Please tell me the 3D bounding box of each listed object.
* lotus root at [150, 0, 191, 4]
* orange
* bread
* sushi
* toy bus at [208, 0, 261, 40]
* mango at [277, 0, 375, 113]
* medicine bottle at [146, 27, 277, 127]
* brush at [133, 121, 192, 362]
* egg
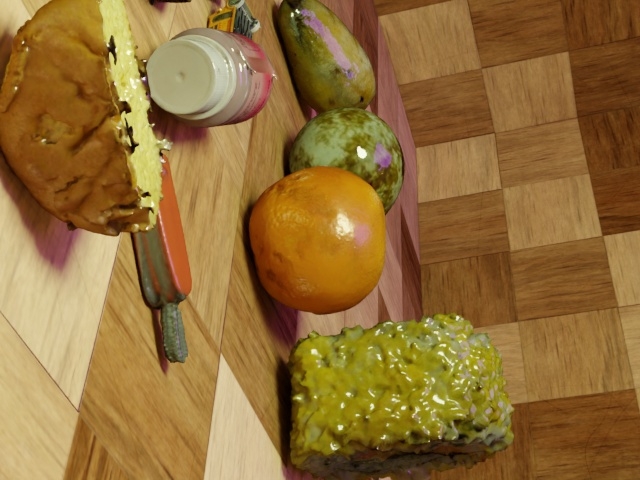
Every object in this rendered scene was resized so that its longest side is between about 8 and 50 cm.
[{"bbox_3d":[-0.219,-0.430,1.481,0.261,0.074,0.170,-87,174,-47],"label":"lotus root"},{"bbox_3d":[0.000,0.000,1.783,0.261,0.261,0.261,-10,90,-77],"label":"orange"},{"bbox_3d":[-0.246,-0.133,1.038,0.160,0.147,0.261,-96,176,-57],"label":"bread"},{"bbox_3d":[0.142,0.296,1.840,0.351,0.396,0.240,66,15,-64],"label":"sushi"},{"bbox_3d":[-0.152,-0.339,1.730,0.069,0.074,0.162,55,30,-46],"label":"toy bus"},{"bbox_3d":[0.002,-0.411,2.290,0.329,0.175,0.176,53,2,-26],"label":"mango"},{"bbox_3d":[-0.160,-0.232,1.468,0.247,0.147,0.147,-33,113,-75],"label":"medicine bottle"},{"bbox_3d":[-0.203,-0.003,1.310,0.070,0.051,0.323,-13,94,-80],"label":"brush"},{"bbox_3d":[0.054,-0.135,2.111,0.238,0.238,0.289,-86,174,-45],"label":"egg"}]
